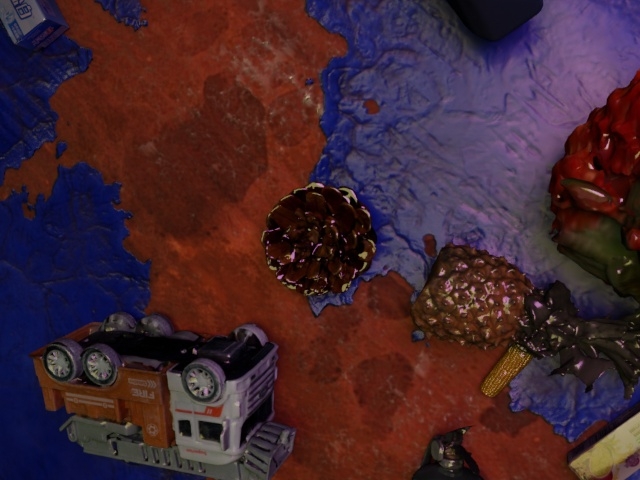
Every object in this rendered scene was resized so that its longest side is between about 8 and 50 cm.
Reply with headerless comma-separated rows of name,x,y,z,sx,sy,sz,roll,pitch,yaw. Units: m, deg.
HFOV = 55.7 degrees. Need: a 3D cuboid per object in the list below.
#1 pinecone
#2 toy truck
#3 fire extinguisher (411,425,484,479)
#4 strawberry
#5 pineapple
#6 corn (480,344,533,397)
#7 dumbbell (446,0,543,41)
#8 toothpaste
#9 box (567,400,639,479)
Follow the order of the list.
pinecone,-0.001,0.001,0.704,0.140,0.121,0.140,2,100,12
toy truck,-0.188,0.204,0.774,0.339,0.133,0.184,3,105,20
fire extinguisher,0.142,0.340,0.695,0.093,0.118,0.294,1,95,-18
strawberry,0.390,-0.068,0.500,0.351,0.312,0.267,-42,102,-2
pineapple,0.226,0.087,0.638,0.252,0.125,0.125,18,99,14
corn,0.215,0.145,0.691,0.027,0.028,0.083,45,106,32
dumbbell,0.258,-0.341,0.585,0.325,0.160,0.144,-31,56,18
toothpaste,-0.453,-0.400,0.855,0.066,0.053,0.272,-31,84,17
box,0.358,0.192,0.643,0.207,0.041,0.050,-45,77,15
